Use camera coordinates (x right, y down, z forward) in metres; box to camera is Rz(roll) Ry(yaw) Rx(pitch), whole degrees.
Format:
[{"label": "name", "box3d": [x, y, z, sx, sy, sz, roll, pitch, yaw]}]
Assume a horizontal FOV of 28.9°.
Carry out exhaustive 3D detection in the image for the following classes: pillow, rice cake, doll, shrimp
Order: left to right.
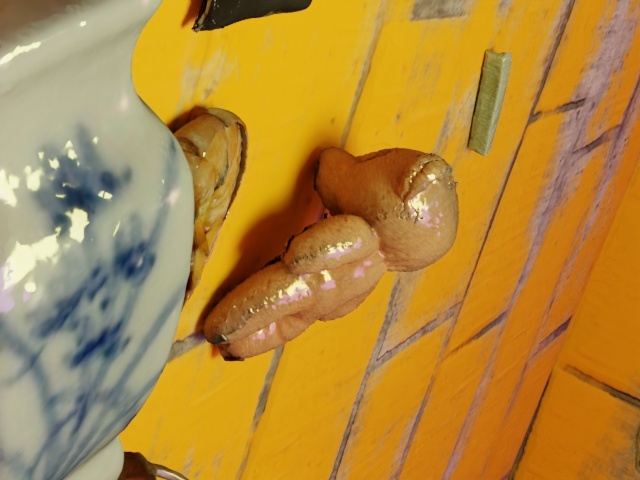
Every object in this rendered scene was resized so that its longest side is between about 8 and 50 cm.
[{"label": "shrimp", "box3d": [-0.141, 0.020, 1.042, 0.178, 0.075, 0.289, 85, 24, -57]}, {"label": "pillow", "box3d": [-0.042, -0.220, 1.004, 0.150, 0.048, 0.090, -27, 130, -51]}, {"label": "doll", "box3d": [0.000, 0.000, 1.282, 0.303, 0.156, 0.201, -30, 161, -5]}, {"label": "rice cake", "box3d": [0.228, -0.187, 1.676, 0.029, 0.033, 0.171, -41, 150, -37]}]

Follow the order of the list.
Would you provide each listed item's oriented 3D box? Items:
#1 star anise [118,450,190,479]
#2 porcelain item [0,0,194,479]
[{"label": "star anise", "box3d": [-0.177, 0.198, 1.125, 0.227, 0.148, 0.219, -79, 149, -65]}, {"label": "porcelain item", "box3d": [-0.196, 0.016, 0.746, 0.242, 0.178, 0.405, -40, 148, -45]}]
